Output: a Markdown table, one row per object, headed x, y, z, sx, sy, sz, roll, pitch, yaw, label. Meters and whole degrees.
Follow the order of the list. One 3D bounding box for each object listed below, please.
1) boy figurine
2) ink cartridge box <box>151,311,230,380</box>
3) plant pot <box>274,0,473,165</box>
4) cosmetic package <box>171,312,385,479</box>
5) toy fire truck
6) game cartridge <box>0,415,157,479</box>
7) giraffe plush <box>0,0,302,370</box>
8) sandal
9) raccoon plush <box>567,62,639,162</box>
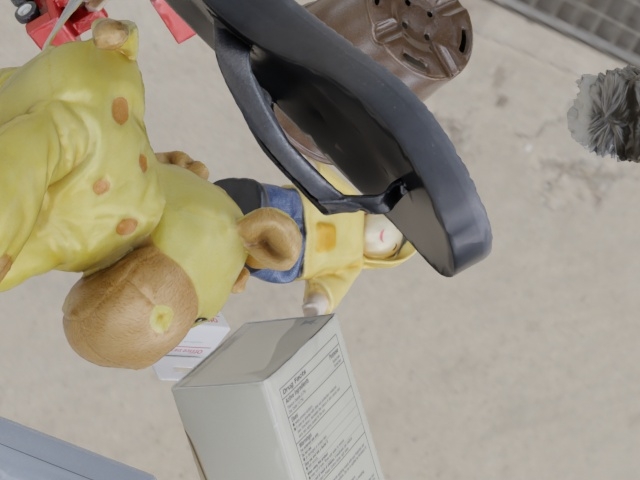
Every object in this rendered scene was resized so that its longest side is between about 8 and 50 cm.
| x | y | z | sx | sy | sz | roll | pitch | yaw | label |
| --- | --- | --- | --- | --- | --- | --- | --- | --- | --- |
| 0.000 | 0.000 | 1.555 | 0.285 | 0.092 | 0.177 | 5 | 81 | -50 | boy figurine |
| -0.183 | 0.086 | 1.818 | 0.104 | 0.180 | 0.060 | 7 | 130 | -47 | ink cartridge box |
| 0.047 | -0.178 | 1.398 | 0.167 | 0.167 | 0.165 | 15 | 152 | -31 | plant pot |
| -0.021 | 0.245 | 1.447 | 0.160 | 0.113 | 0.309 | -38 | 116 | -56 | cosmetic package |
| -0.173 | -0.204 | 1.157 | 0.135 | 0.192 | 0.047 | -29 | 136 | 5 | toy fire truck |
| -0.224 | 0.259 | 1.251 | 0.297 | 0.198 | 0.062 | 106 | 9 | -53 | game cartridge |
| -0.116 | -0.008 | 0.764 | 0.170 | 0.181 | 0.210 | 45 | 77 | -25 | giraffe plush |
| -0.020 | -0.066 | 0.659 | 0.054 | 0.254 | 0.097 | -39 | 153 | -12 | sandal |
| 0.455 | -0.159 | 1.275 | 0.299 | 0.446 | 0.216 | 3 | 95 | -22 | raccoon plush |
